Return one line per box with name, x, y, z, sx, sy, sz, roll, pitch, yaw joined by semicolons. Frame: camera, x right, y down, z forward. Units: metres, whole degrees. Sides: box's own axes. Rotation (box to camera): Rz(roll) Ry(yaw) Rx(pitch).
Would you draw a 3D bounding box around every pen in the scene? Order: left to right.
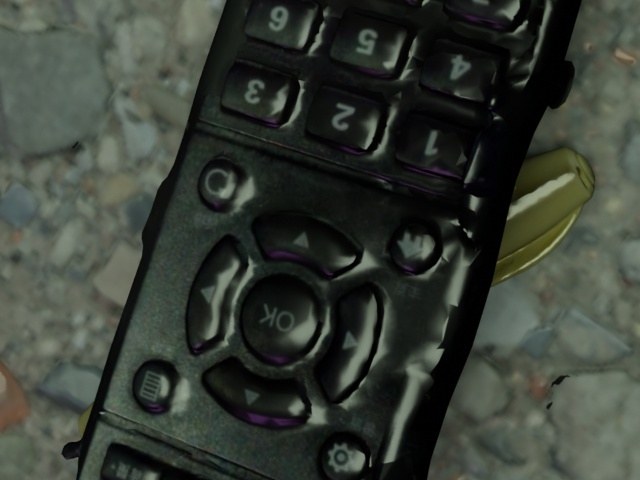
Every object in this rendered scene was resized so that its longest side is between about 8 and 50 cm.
pen;0.004;0.030;0.650;0.233;0.032;0.040;-30;103;17

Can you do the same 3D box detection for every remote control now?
remote control;0.000;0.000;0.601;0.145;0.062;0.398;19;92;25
